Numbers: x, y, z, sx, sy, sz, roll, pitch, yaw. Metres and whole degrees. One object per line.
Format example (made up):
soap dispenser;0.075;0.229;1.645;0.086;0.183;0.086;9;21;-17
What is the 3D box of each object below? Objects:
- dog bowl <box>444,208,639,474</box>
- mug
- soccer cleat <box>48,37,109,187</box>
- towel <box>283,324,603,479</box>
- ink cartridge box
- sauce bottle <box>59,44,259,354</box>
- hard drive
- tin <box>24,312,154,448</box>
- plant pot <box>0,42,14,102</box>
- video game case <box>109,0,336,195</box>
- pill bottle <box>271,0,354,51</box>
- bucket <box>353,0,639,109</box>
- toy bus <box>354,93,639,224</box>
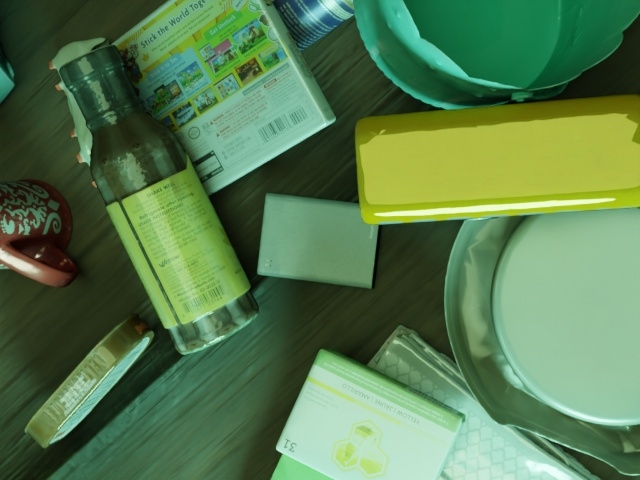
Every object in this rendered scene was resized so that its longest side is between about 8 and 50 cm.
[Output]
dog bowl;0.308;0.063;1.215;0.349;0.102;0.348;0;91;13
mug;-0.354;-0.014;1.326;0.150;0.169;0.113;13;93;12
soccer cleat;-0.253;-0.144;1.358;0.076;0.068;0.196;-21;83;9
towel;0.121;0.312;1.285;0.332;0.053;0.317;37;98;11
ink cartridge box;0.031;0.256;1.254;0.171;0.056;0.235;25;92;12
sauce bottle;-0.182;-0.048;1.294;0.111;0.111;0.344;-23;96;12
hard drive;0.000;0.000;1.323;0.135;0.022;0.094;7;92;12
tin;-0.264;0.163;1.340;0.040;0.106;0.189;44;100;9
plant pot;-0.499;-0.218;1.327;0.252;0.247;0.247;-20;86;-5
video game case;-0.116;-0.173;1.287;0.227;0.026;0.206;-27;93;37
pill bottle;-0.035;-0.256;1.286;0.169;0.094;0.094;-32;84;22
bucket;0.170;-0.264;1.161;0.281;0.183;0.281;1;84;-12
toy bus;0.209;-0.078;1.118;0.333;0.130;0.108;-4;89;13
